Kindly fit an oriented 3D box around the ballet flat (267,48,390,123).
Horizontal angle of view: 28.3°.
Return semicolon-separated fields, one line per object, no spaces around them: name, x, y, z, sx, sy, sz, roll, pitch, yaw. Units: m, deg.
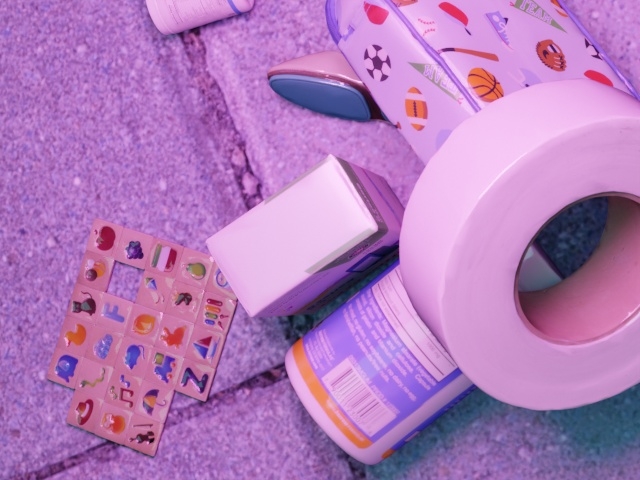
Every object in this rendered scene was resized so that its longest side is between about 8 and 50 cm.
ballet flat;0.067;-0.164;1.354;0.248;0.086;0.086;19;92;16

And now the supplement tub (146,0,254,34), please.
supplement tub;-0.134;-0.276;1.419;0.107;0.071;0.071;-14;82;17

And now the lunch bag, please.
lunch bag;0.168;-0.174;1.249;0.303;0.243;0.115;56;141;11

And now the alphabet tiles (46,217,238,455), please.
alphabet tiles;-0.206;0.115;1.447;0.198;0.009;0.237;18;92;17

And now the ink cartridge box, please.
ink cartridge box;0.000;0.000;1.285;0.154;0.212;0.093;-35;81;11

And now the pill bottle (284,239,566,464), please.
pill bottle;0.110;0.088;1.276;0.272;0.152;0.152;-40;76;10

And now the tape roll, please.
tape roll;0.217;0.007;1.118;0.286;0.286;0.100;-50;31;8
